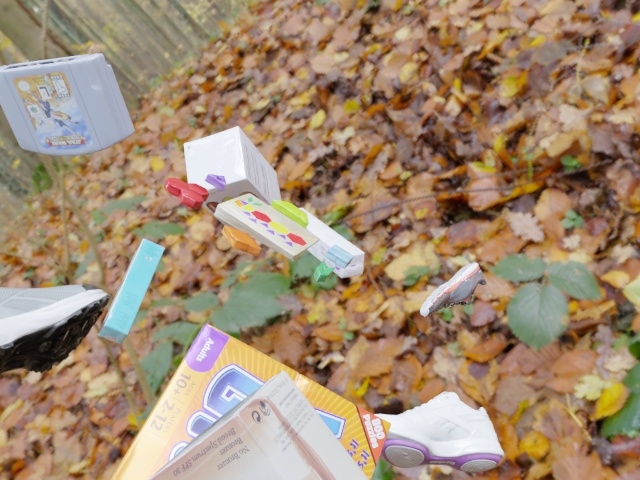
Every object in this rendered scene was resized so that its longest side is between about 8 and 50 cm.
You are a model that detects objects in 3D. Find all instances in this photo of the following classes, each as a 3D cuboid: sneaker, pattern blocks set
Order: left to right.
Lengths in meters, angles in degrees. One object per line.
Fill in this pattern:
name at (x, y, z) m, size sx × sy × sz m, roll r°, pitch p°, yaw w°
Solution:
sneaker at (-0.309, 0.078, 0.637) m, size 0.100 × 0.108 × 0.271 m, roll -53°, pitch -11°, yaw 16°
pattern blocks set at (-0.100, -0.027, 1.203) m, size 0.026 × 0.325 × 0.285 m, roll -61°, pitch -19°, yaw 21°
sneaker at (0.214, 0.376, 1.314) m, size 0.114 × 0.305 × 0.152 m, roll 120°, pitch 156°, yaw -43°
sneaker at (0.274, 0.112, 1.319) m, size 0.158 × 0.064 × 0.061 m, roll -38°, pitch 2°, yaw -8°

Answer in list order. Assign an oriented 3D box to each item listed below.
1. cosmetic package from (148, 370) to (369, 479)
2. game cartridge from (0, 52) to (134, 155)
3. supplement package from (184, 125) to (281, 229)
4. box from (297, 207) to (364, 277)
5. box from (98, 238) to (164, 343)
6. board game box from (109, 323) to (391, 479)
cosmetic package at (-0.021, 0.311, 0.697) m, size 0.153 × 0.296 × 0.129 m, roll -41°, pitch -5°, yaw 21°
game cartridge at (-0.533, -0.271, 1.345) m, size 0.298 × 0.198 × 0.062 m, roll 0°, pitch 28°, yaw 24°
supplement package at (-0.194, -0.131, 1.497) m, size 0.139 × 0.244 × 0.133 m, roll -16°, pitch 67°, yaw 12°
box at (0.000, 0.000, 1.720) m, size 0.067 × 0.063 × 0.324 m, roll -11°, pitch 28°, yaw -29°
box at (-0.465, 0.124, 1.614) m, size 0.100 × 0.060 × 0.244 m, roll -39°, pitch 30°, yaw 56°
board game box at (-0.153, 0.429, 1.128) m, size 0.356 × 0.357 × 0.356 m, roll -62°, pitch 1°, yaw -33°
